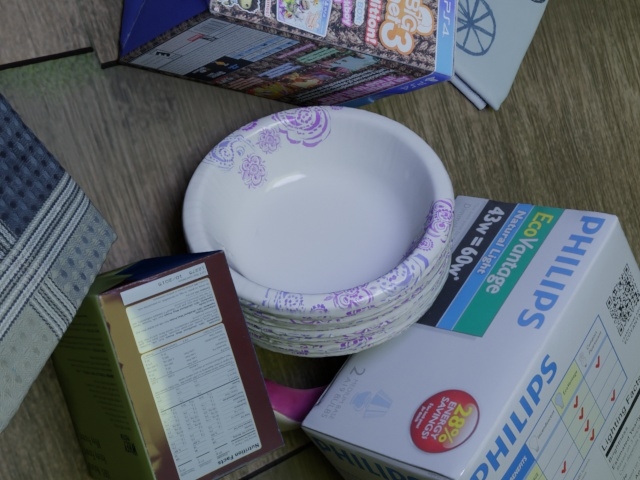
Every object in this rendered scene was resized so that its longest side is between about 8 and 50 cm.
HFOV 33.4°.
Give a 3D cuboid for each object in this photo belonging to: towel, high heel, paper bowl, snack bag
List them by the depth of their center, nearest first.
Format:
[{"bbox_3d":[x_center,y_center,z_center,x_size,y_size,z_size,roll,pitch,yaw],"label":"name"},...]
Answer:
[{"bbox_3d":[-0.320,-0.022,0.846,0.312,0.056,0.324,53,29,-22],"label":"towel"},{"bbox_3d":[0.000,0.000,1.153,0.284,0.284,0.148,-45,152,-27],"label":"paper bowl"},{"bbox_3d":[-0.020,0.165,1.222,0.244,0.082,0.117,21,62,-23],"label":"high heel"},{"bbox_3d":[0.188,-0.398,1.417,0.323,0.037,0.342,37,69,-25],"label":"snack bag"}]

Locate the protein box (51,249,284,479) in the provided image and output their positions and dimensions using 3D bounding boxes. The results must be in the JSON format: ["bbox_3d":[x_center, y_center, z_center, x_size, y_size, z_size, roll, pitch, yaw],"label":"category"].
[{"bbox_3d":[-0.164,0.128,1.055,0.136,0.200,0.201,-20,97,-31],"label":"protein box"}]

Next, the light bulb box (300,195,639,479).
[{"bbox_3d":[0.223,0.201,1.227,0.358,0.225,0.361,-53,130,-24],"label":"light bulb box"}]

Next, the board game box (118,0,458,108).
[{"bbox_3d":[-0.035,-0.249,1.148,0.291,0.232,0.141,9,81,-32],"label":"board game box"}]
